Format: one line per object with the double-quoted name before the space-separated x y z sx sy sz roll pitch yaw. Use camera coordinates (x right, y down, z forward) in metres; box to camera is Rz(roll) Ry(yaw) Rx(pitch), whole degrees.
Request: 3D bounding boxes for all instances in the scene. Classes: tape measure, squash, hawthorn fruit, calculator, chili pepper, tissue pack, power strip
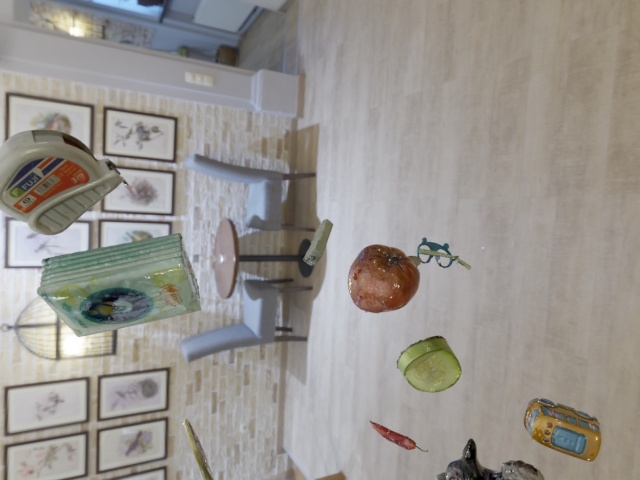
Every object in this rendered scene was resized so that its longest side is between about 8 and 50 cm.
"tape measure" -0.697 -0.158 1.105 0.258 0.265 0.130 -41 50 -3
"squash" 0.391 0.455 1.551 0.133 0.220 0.220 -110 33 -48
"hawthorn fruit" 0.161 0.124 1.164 0.196 0.196 0.225 65 145 40
"calculator" -0.385 0.665 1.327 0.157 0.033 0.236 37 143 53
"chili pepper" 0.326 0.839 1.793 0.059 0.268 0.050 101 -165 -62
"tissue pack" -0.586 0.139 1.285 0.287 0.388 0.162 95 160 -53
"power strip" -0.002 -0.002 1.718 0.080 0.048 0.286 -43 15 31

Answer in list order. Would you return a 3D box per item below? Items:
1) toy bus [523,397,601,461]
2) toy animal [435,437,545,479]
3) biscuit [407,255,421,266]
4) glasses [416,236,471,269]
"toy bus" 0.745 0.585 1.301 0.209 0.136 0.126 15 97 20
"toy animal" 0.515 0.739 1.278 0.344 0.194 0.302 -10 122 34
"biscuit" 0.339 0.097 1.734 0.133 0.250 0.032 -29 65 36
"glasses" 0.537 0.087 1.829 0.102 0.239 0.207 -66 33 17
